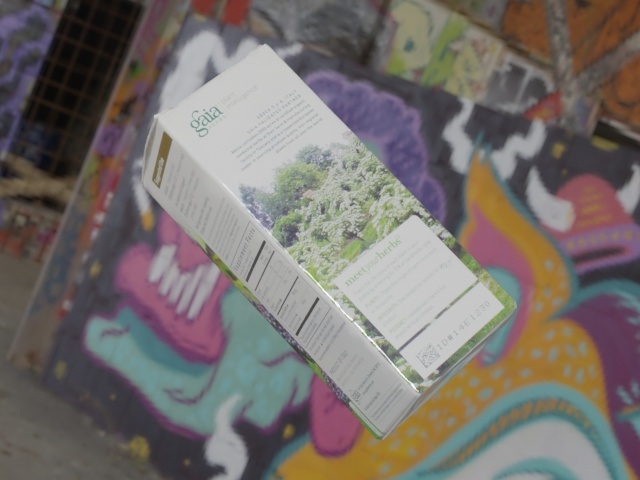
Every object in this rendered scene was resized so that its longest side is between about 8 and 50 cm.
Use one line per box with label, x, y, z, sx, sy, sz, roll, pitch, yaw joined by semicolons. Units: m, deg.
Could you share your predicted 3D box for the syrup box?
syrup box;0.000;0.000;0.840;0.237;0.093;0.096;46;-26;10
